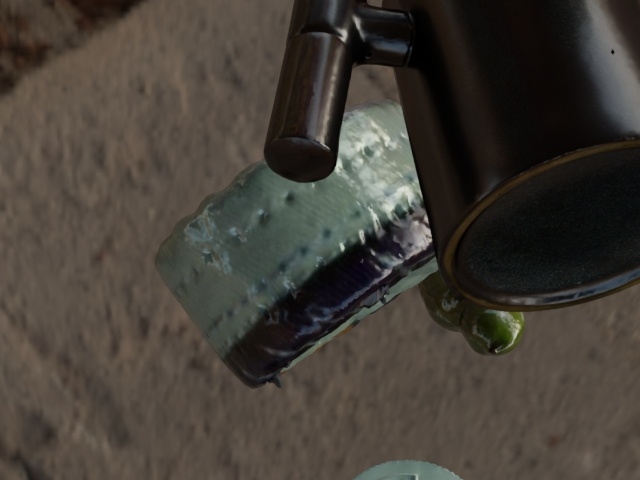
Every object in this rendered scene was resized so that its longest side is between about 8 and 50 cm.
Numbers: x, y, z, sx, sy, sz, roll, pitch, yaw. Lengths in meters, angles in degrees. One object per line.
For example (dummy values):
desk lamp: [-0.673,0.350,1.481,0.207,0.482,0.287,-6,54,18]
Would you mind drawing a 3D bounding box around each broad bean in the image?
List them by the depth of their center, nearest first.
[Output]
broad bean: [0.150,0.045,2.056,0.098,0.056,0.318,-20,25,3]

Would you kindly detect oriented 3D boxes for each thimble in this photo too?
thimble: [0.000,0.000,1.511,0.237,0.237,0.150,-35,86,-19]

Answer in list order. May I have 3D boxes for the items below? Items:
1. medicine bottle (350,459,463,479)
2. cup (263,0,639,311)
medicine bottle: [0.090,0.347,1.905,0.158,0.318,0.158,-3,59,5]
cup: [0.097,-0.085,1.066,0.239,0.166,0.177,15,49,-41]
